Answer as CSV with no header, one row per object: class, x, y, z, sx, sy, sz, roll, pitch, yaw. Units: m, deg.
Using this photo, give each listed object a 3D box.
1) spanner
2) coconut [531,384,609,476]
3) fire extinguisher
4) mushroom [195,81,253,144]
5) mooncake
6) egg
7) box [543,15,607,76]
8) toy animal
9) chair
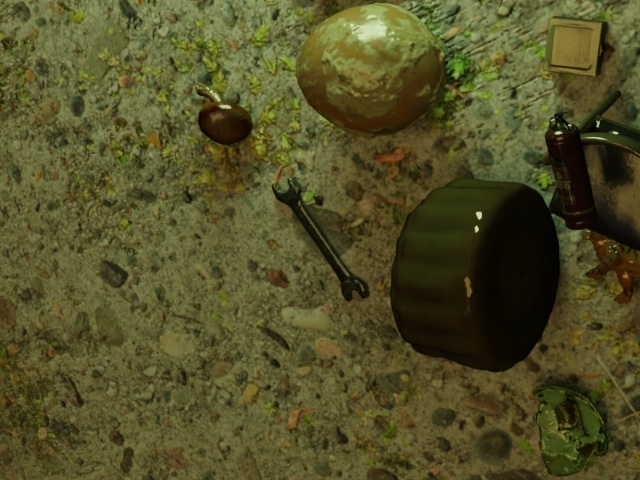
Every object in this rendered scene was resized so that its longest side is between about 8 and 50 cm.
spanner,0.000,0.000,1.846,0.054,0.015,0.254,-36,87,32
coconut,0.397,0.300,1.700,0.133,0.055,0.158,11,112,24
fire extinguisher,0.308,-0.091,1.325,0.043,0.064,0.158,-21,112,-8
mushroom,-0.181,-0.216,1.846,0.129,0.073,0.088,44,151,12
mooncake,0.230,0.047,1.583,0.161,0.290,0.290,9,110,37
egg,0.073,-0.259,1.617,0.245,0.203,0.203,6,108,34
box,0.369,-0.281,1.544,0.083,0.035,0.079,12,111,24
toy animal,0.504,0.033,1.547,0.255,0.114,0.116,8,66,22
chair,0.413,-0.082,1.444,0.188,0.272,0.166,25,116,21
